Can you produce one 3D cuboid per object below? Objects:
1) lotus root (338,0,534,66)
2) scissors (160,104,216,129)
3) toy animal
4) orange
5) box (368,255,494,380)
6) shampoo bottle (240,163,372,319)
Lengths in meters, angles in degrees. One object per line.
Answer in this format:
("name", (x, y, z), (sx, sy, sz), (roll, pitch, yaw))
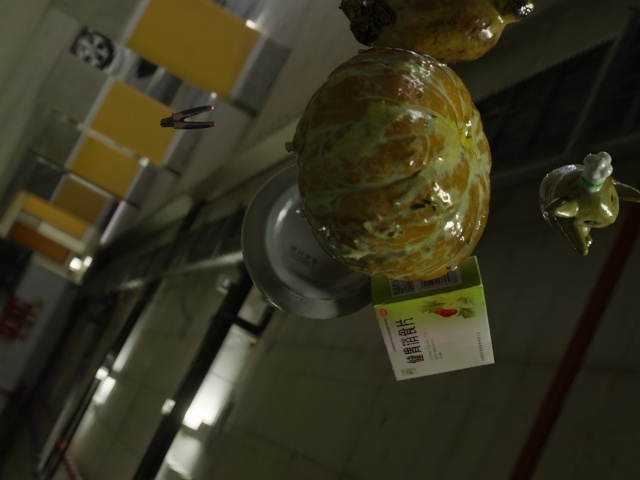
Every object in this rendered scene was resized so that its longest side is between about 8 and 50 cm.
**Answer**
("lotus root", (0.193, -0.368, 1.835), (0.141, 0.314, 0.169), (2, 89, -78))
("scissors", (-0.234, -0.213, 1.953), (0.012, 0.113, 0.039), (-21, 106, -63))
("toy animal", (0.559, -0.078, 2.330), (0.181, 0.180, 0.363), (-51, -179, 5))
("orange", (0.099, -0.103, 1.532), (0.249, 0.329, 0.329), (-10, -143, 20))
("box", (0.188, 0.134, 1.840), (0.260, 0.175, 0.062), (70, 11, -54))
("shampoo bottle", (0.000, 0.000, 1.919), (0.273, 0.273, 0.266), (-62, -179, -4))
